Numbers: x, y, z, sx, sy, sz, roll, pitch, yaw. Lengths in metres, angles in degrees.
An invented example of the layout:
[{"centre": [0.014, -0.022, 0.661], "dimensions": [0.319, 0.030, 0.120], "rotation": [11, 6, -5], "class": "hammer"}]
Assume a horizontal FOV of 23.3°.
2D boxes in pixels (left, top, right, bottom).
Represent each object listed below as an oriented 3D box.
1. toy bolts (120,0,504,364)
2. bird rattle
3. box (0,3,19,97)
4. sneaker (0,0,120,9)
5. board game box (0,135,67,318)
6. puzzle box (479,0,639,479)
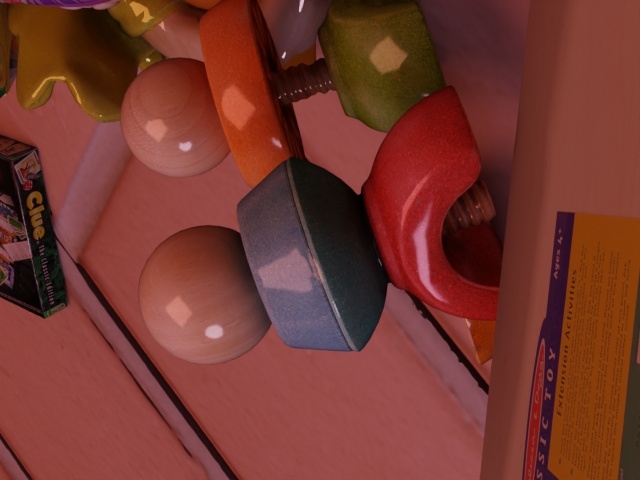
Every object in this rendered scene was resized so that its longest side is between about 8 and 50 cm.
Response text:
[{"centre": [0.000, 0.000, 0.733], "dimensions": [0.228, 0.159, 0.218], "rotation": [-98, -11, -67], "class": "toy bolts"}, {"centre": [-0.074, -0.185, 0.853], "dimensions": [0.207, 0.143, 0.253], "rotation": [22, 115, 26], "class": "bird rattle"}, {"centre": [-0.199, -0.161, 0.942], "dimensions": [0.043, 0.179, 0.105], "rotation": [0, 121, 2], "class": "box"}, {"centre": [-0.161, -0.143, 0.793], "dimensions": [0.170, 0.071, 0.068], "rotation": [-6, 104, 23], "class": "sneaker"}, {"centre": [-0.300, -0.035, 1.248], "dimensions": [0.260, 0.030, 0.136], "rotation": [20, 128, 42], "class": "board game box"}, {"centre": [0.109, -0.043, 0.492], "dimensions": [0.272, 0.052, 0.408], "rotation": [-144, 60, -86], "class": "puzzle box"}]
